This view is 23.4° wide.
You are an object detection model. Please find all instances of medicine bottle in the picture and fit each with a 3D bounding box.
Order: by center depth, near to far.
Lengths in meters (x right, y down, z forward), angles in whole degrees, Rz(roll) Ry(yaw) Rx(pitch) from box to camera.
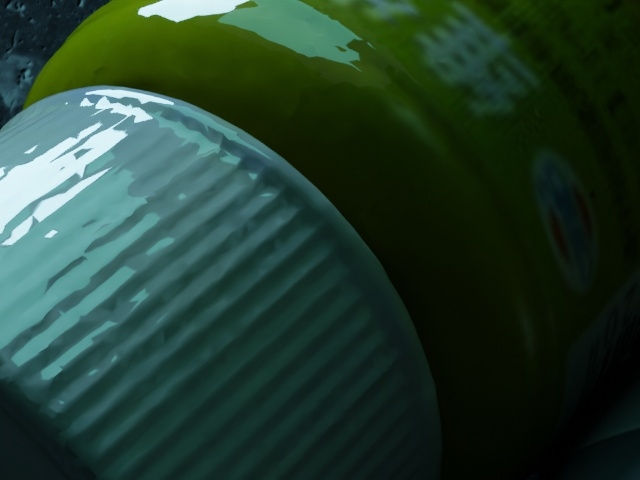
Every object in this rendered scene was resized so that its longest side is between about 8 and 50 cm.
[{"bbox_3d":[0.000,0.000,0.562,0.224,0.224,0.384,0,29,39],"label":"medicine bottle"}]

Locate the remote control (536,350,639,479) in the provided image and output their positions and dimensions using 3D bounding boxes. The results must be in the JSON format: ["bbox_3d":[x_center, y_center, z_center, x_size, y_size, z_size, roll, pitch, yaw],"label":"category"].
[{"bbox_3d":[0.178,0.081,0.513,0.221,0.103,0.332,-13,8,15],"label":"remote control"}]

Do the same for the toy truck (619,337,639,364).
[{"bbox_3d":[0.147,0.030,0.818,0.338,0.133,0.184,-6,18,-11],"label":"toy truck"}]
